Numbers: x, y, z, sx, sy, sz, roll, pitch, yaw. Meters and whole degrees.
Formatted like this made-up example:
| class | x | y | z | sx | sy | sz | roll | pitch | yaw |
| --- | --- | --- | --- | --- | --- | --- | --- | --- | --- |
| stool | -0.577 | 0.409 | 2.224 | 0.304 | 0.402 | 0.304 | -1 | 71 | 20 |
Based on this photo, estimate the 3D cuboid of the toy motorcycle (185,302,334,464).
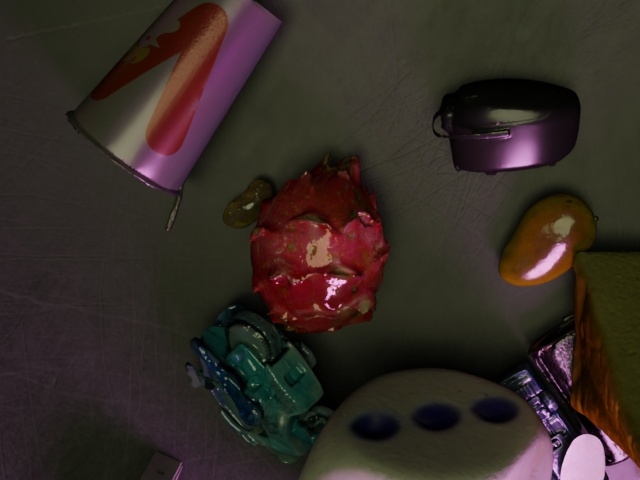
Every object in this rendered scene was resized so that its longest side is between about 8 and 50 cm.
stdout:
| class | x | y | z | sx | sy | sz | roll | pitch | yaw |
| --- | --- | --- | --- | --- | --- | --- | --- | --- | --- |
| toy motorcycle | -0.080 | 0.220 | 1.863 | 0.206 | 0.154 | 0.260 | -29 | 101 | 47 |

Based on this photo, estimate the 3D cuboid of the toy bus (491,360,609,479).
| class | x | y | z | sx | sy | sz | roll | pitch | yaw |
| --- | --- | --- | --- | --- | --- | --- | --- | --- | --- |
| toy bus | 0.334 | 0.286 | 1.865 | 0.079 | 0.094 | 0.236 | -34 | 99 | 7 |

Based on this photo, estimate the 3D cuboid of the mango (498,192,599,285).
| class | x | y | z | sx | sy | sz | roll | pitch | yaw |
| --- | --- | --- | --- | --- | --- | --- | --- | --- | --- |
| mango | 0.322 | 0.003 | 1.815 | 0.103 | 0.076 | 0.161 | 41 | 106 | -8 |

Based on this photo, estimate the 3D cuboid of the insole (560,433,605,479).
| class | x | y | z | sx | sy | sz | roll | pitch | yaw |
| --- | --- | --- | --- | --- | --- | --- | --- | --- | --- |
| insole | 0.375 | 0.364 | 1.836 | 0.065 | 0.004 | 0.197 | -1 | 113 | -7 |

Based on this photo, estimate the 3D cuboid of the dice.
| class | x | y | z | sx | sy | sz | roll | pitch | yaw |
| --- | --- | --- | --- | --- | --- | --- | --- | --- | --- |
| dice | 0.139 | 0.370 | 1.753 | 0.277 | 0.304 | 0.304 | 17 | 118 | 27 |

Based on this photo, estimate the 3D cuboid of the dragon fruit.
| class | x | y | z | sx | sy | sz | roll | pitch | yaw |
| --- | --- | --- | --- | --- | --- | --- | --- | --- | --- |
| dragon fruit | 0.000 | 0.000 | 1.786 | 0.210 | 0.205 | 0.268 | 21 | 80 | -35 |

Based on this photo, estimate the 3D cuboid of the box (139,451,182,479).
| class | x | y | z | sx | sy | sz | roll | pitch | yaw |
| --- | --- | --- | --- | --- | --- | --- | --- | --- | --- |
| box | -0.266 | 0.409 | 1.934 | 0.051 | 0.129 | 0.130 | 25 | 104 | -1 |

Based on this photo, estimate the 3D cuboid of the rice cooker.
| class | x | y | z | sx | sy | sz | roll | pitch | yaw |
| --- | --- | --- | --- | --- | --- | --- | --- | --- | --- |
| rice cooker | 0.257 | -0.159 | 1.754 | 0.203 | 0.142 | 0.118 | -4 | 114 | 10 |

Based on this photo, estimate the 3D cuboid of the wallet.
| class | x | y | z | sx | sy | sz | roll | pitch | yaw |
| --- | --- | --- | --- | --- | --- | --- | --- | --- | --- |
| wallet | 0.466 | 0.175 | 1.844 | 0.262 | 0.071 | 0.221 | -34 | 96 | 5 |

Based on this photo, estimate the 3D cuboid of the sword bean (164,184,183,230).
| class | x | y | z | sx | sy | sz | roll | pitch | yaw |
| --- | --- | --- | --- | --- | --- | --- | --- | --- | --- |
| sword bean | -0.216 | -0.053 | 1.890 | 0.012 | 0.012 | 0.083 | 18 | 102 | 2 |

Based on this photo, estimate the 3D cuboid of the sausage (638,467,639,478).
| class | x | y | z | sx | sy | sz | roll | pitch | yaw |
| --- | --- | --- | --- | --- | --- | --- | --- | --- | --- |
| sausage | 0.585 | 0.324 | 1.859 | 0.234 | 0.071 | 0.071 | -9 | 101 | 8 |

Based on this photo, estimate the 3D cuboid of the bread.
| class | x | y | z | sx | sy | sz | roll | pitch | yaw |
| --- | --- | --- | --- | --- | --- | --- | --- | --- | --- |
| bread | 0.480 | 0.168 | 1.635 | 0.233 | 0.361 | 0.244 | -1 | 102 | -4 |

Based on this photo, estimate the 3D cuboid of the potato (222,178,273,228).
| class | x | y | z | sx | sy | sz | roll | pitch | yaw |
| --- | --- | --- | --- | --- | --- | --- | --- | --- | --- |
| potato | -0.103 | -0.051 | 1.862 | 0.092 | 0.045 | 0.046 | -44 | 59 | 10 |

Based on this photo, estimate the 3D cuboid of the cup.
| class | x | y | z | sx | sy | sz | roll | pitch | yaw |
| --- | --- | --- | --- | --- | --- | --- | --- | --- | --- |
| cup | -0.193 | -0.231 | 1.771 | 0.203 | 0.203 | 0.288 | 38 | 96 | -3 |
